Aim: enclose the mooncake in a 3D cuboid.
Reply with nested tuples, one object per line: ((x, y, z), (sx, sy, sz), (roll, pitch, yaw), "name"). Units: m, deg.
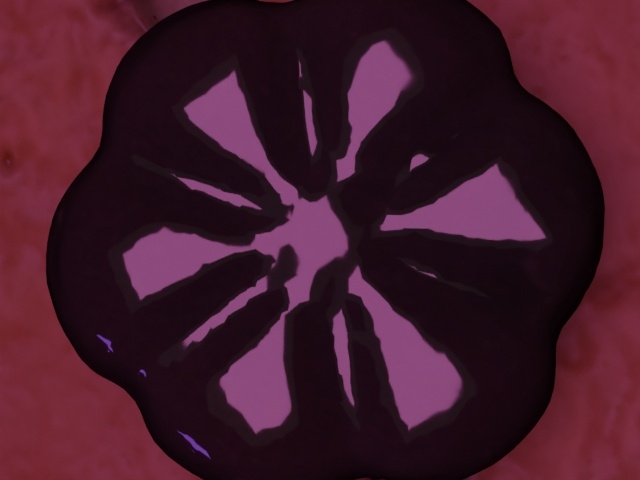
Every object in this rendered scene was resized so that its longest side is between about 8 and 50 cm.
((0.000, 0.000, 0.802), (0.245, 0.133, 0.245), (0, 88, 2), "mooncake")
